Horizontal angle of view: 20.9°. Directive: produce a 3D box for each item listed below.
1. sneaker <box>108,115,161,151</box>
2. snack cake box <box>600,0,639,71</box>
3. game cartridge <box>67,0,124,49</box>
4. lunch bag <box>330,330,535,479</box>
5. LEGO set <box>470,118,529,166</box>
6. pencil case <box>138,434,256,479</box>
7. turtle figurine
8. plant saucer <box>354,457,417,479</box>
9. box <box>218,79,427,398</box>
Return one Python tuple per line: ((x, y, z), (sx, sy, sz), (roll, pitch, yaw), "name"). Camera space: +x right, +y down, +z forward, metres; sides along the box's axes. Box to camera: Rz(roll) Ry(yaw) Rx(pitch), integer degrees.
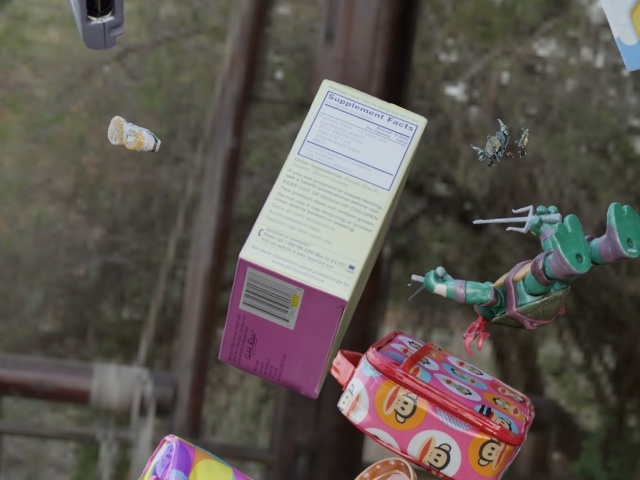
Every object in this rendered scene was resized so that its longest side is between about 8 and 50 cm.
((-0.209, -0.115, 1.946), (0.037, 0.032, 0.083), (12, 14, -37), "sneaker")
((0.355, -0.220, 1.293), (0.264, 0.089, 0.152), (-15, 13, 36), "snack cake box")
((-0.252, -0.351, 1.778), (0.060, 0.196, 0.294), (-12, -24, -11), "game cartridge")
((0.134, 0.206, 2.191), (0.258, 0.120, 0.293), (28, 7, 8), "lunch bag")
((0.203, -0.103, 1.923), (0.023, 0.054, 0.083), (19, 4, -38), "LEGO set")
((-0.064, 0.265, 1.561), (0.236, 0.104, 0.104), (29, -6, -16), "pencil case")
((0.205, 0.030, 1.737), (0.175, 0.118, 0.234), (-37, 6, -38), "turtle figurine")
((0.049, 0.222, 1.470), (0.013, 0.083, 0.083), (43, -17, -27), "plant saucer")
((0.000, 0.000, 1.801), (0.117, 0.243, 0.213), (22, -32, 4), "box")
